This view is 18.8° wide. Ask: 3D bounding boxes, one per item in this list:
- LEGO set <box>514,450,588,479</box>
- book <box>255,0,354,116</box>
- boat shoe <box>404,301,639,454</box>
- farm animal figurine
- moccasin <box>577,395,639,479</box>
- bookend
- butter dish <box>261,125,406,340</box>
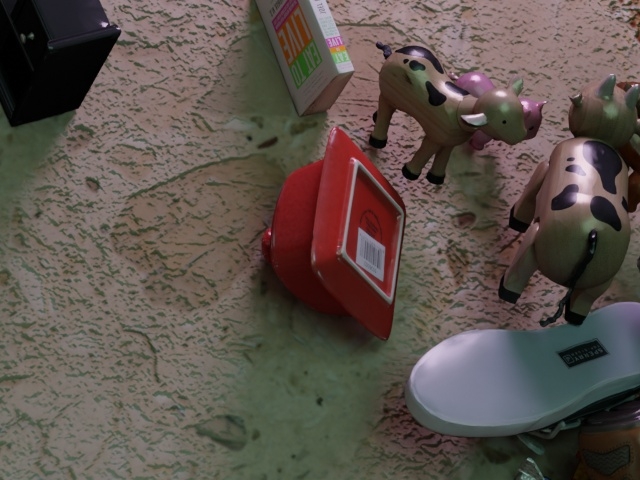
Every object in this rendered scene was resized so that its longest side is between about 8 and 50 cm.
[{"bbox_3d":[0.288,0.281,1.830,0.244,0.060,0.182,-11,69,-25],"label":"LEGO set"},{"bbox_3d":[-0.016,-0.208,1.894,0.035,0.096,0.144,-15,74,-26],"label":"book"},{"bbox_3d":[0.200,0.139,1.826,0.306,0.105,0.113,-18,58,-36],"label":"boat shoe"},{"bbox_3d":[0.226,-0.076,1.839,0.330,0.172,0.326,7,47,-18],"label":"farm animal figurine"},{"bbox_3d":[0.410,0.188,1.863,0.380,0.139,0.147,-19,94,-44],"label":"moccasin"},{"bbox_3d":[-0.262,-0.211,1.760,0.072,0.157,0.156,-18,77,-28],"label":"bookend"},{"bbox_3d":[0.000,0.000,1.805,0.160,0.118,0.160,46,44,-49],"label":"butter dish"}]
